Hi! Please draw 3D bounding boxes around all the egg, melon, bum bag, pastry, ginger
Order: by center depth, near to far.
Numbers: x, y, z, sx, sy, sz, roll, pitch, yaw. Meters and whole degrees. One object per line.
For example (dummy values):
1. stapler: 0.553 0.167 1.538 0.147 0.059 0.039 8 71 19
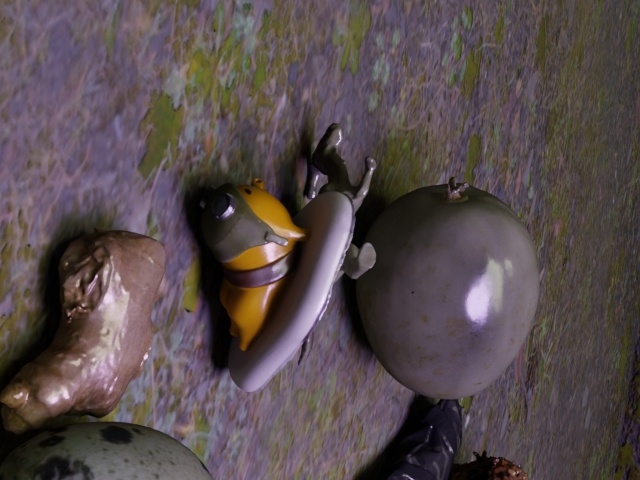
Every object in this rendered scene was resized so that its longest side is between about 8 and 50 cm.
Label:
1. egg: -0.187 0.244 0.903 0.228 0.177 0.177 36 64 -41
2. ginger: -0.205 0.093 0.945 0.137 0.074 0.213 46 52 -42
3. melon: 0.172 0.066 1.418 0.272 0.272 0.307 2 106 -60
4. bum bag: 0.152 0.352 1.593 0.340 0.095 0.144 -42 145 -48
5. pastry: 0.249 0.474 1.716 0.275 0.193 0.274 5 90 -86

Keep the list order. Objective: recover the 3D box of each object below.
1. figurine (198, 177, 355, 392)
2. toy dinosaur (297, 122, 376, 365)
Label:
1. figurine: -0.083 0.036 1.116 0.141 0.166 0.249 22 99 -25
2. toy dinosaur: 0.007 0.001 1.230 0.077 0.162 0.294 22 79 -16
